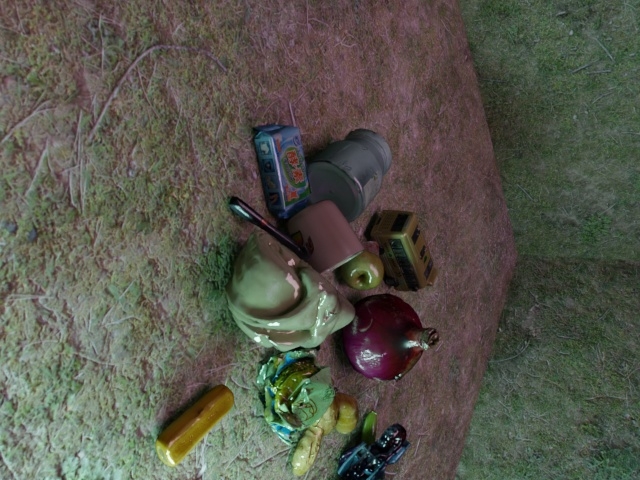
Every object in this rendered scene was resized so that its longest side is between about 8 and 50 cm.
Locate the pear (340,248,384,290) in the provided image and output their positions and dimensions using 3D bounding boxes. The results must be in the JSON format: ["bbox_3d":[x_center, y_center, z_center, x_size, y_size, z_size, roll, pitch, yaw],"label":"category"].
[{"bbox_3d":[0.155,0.108,1.904,0.136,0.167,0.167,-78,155,-63],"label":"pear"}]

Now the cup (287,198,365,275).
[{"bbox_3d":[0.000,0.000,1.637,0.191,0.253,0.200,-27,82,-23],"label":"cup"}]

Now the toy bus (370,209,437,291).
[{"bbox_3d":[0.350,0.052,2.146,0.177,0.202,0.365,-60,137,-35],"label":"toy bus"}]

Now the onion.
[{"bbox_3d":[0.278,0.362,1.910,0.348,0.385,0.348,9,77,-40],"label":"onion"}]

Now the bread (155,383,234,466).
[{"bbox_3d":[-0.324,0.470,1.320,0.239,0.074,0.092,-38,120,-48],"label":"bread"}]

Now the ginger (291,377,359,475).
[{"bbox_3d":[0.027,0.590,1.790,0.363,0.122,0.348,-12,111,-44],"label":"ginger"}]

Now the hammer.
[{"bbox_3d":[-0.140,-0.033,1.467,0.290,0.137,0.037,37,58,-19],"label":"hammer"}]

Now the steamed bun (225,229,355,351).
[{"bbox_3d":[-0.113,0.167,1.403,0.255,0.342,0.368,-52,148,-10],"label":"steamed bun"}]

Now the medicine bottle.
[{"bbox_3d":[0.100,-0.233,1.736,0.290,0.245,0.245,-50,131,-40],"label":"medicine bottle"}]

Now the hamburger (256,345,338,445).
[{"bbox_3d":[-0.060,0.469,1.561,0.260,0.150,0.276,-27,108,-21],"label":"hamburger"}]

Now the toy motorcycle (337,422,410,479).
[{"bbox_3d":[0.190,0.897,1.971,0.416,0.172,0.232,-43,131,-18],"label":"toy motorcycle"}]

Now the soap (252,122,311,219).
[{"bbox_3d":[-0.113,-0.218,1.576,0.156,0.077,0.293,-34,120,-48],"label":"soap"}]

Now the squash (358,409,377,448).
[{"bbox_3d":[0.199,0.800,2.090,0.066,0.066,0.201,41,58,-48],"label":"squash"}]

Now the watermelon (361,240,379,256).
[{"bbox_3d":[0.186,0.051,2.017,0.180,0.094,0.081,71,35,-51],"label":"watermelon"}]
